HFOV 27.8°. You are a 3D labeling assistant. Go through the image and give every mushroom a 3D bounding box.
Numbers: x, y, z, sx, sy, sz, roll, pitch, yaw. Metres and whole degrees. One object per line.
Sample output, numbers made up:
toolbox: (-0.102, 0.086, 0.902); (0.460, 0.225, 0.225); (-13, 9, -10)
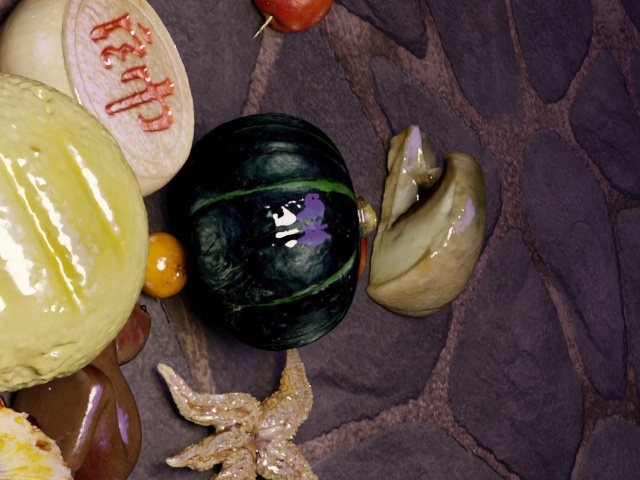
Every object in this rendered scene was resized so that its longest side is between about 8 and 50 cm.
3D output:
mushroom: (0.210, -0.025, 2.074); (0.217, 0.212, 0.292); (27, 52, -38)

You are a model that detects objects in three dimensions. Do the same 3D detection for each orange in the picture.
orange: (-0.197, 0.030, 1.593); (0.083, 0.070, 0.083); (12, 76, -53)

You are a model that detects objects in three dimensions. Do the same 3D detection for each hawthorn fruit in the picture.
hawthorn fruit: (-0.039, -0.360, 1.884); (0.125, 0.125, 0.140); (52, 41, -32)

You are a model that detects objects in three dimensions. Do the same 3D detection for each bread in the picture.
bread: (-0.327, -0.008, 1.280); (0.320, 0.237, 0.321); (27, 53, -42)

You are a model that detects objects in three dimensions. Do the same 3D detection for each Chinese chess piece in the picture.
Chinese chess piece: (-0.259, -0.174, 1.504); (0.270, 0.112, 0.270); (41, 42, -50)

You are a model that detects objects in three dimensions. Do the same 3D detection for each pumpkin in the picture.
pumpkin: (-0.050, -0.016, 1.605); (0.315, 0.238, 0.315); (173, -90, -88)

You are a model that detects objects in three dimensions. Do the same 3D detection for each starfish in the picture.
starfish: (-0.107, 0.279, 1.635); (0.293, 0.084, 0.302); (3, 74, -50)

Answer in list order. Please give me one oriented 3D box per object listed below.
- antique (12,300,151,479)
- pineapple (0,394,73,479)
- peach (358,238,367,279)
antique: (-0.253, 0.159, 1.437); (0.143, 0.121, 0.257); (29, 58, -55)
pineapple: (-0.372, 0.297, 1.142); (0.262, 0.272, 0.262); (23, 23, -11)
peach: (0.003, -0.007, 1.856); (0.151, 0.151, 0.118); (-45, 161, -50)
